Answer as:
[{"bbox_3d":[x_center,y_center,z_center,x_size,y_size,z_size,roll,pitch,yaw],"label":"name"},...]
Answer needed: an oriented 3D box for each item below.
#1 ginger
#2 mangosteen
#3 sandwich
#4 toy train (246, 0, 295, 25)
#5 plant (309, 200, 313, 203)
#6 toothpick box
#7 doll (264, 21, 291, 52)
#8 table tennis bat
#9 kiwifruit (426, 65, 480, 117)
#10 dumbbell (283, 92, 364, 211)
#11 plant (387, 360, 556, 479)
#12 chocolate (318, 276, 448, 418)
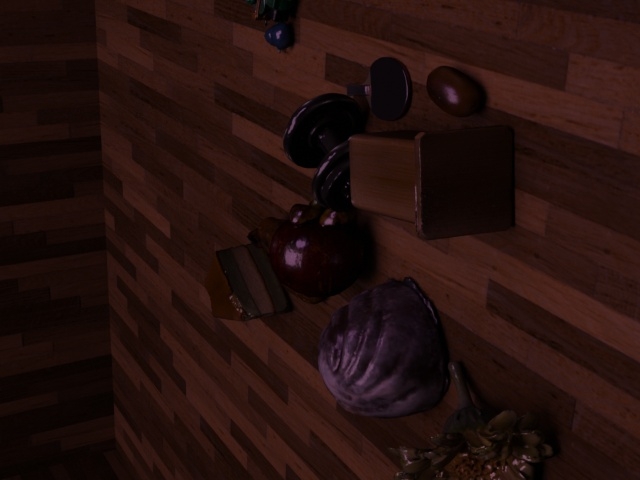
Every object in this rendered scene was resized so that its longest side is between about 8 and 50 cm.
[{"bbox_3d":[-0.086,0.034,2.307,0.309,0.107,0.133,53,165,38],"label":"ginger"},{"bbox_3d":[0.000,0.000,2.034,0.215,0.215,0.258,41,122,49],"label":"mangosteen"},{"bbox_3d":[-0.205,0.156,2.503,0.227,0.155,0.198,64,149,27],"label":"sandwich"},{"bbox_3d":[-0.102,-0.603,2.150,0.136,0.091,0.228,40,133,36],"label":"toy train"},{"bbox_3d":[-0.010,-0.047,2.200,0.051,0.051,0.102,-27,61,60],"label":"plant"},{"bbox_3d":[0.188,-0.121,1.695,0.308,0.190,0.187,-160,64,-63],"label":"toothpick box"},{"bbox_3d":[-0.099,-0.493,2.221,0.083,0.050,0.076,17,117,57],"label":"doll"},{"bbox_3d":[0.121,-0.316,1.909,0.220,0.019,0.130,15,110,57],"label":"table tennis bat"},{"bbox_3d":[0.240,-0.270,1.657,0.124,0.075,0.075,48,138,38],"label":"kiwifruit"},{"bbox_3d":[0.036,-0.186,1.923,0.290,0.192,0.192,59,145,36],"label":"dumbbell"},{"bbox_3d":[0.290,0.397,1.709,0.306,0.297,0.261,-26,102,18],"label":"plant"},{"bbox_3d":[0.100,0.241,1.923,0.303,0.213,0.303,29,125,54],"label":"chocolate"}]
